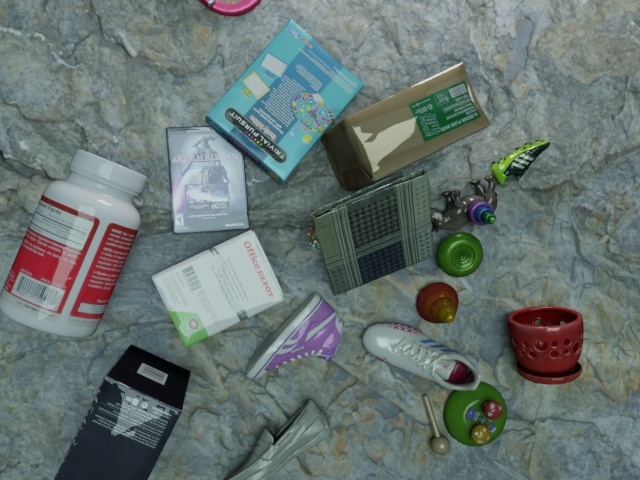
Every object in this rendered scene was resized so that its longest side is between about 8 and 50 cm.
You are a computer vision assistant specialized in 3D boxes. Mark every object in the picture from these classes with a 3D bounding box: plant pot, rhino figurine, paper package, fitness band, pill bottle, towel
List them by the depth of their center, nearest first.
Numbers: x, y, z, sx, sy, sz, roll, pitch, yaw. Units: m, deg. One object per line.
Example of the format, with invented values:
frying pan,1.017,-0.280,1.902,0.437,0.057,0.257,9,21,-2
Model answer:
pill bottle,-0.569,0.003,1.404,0.229,0.229,0.407,23,88,-8
paper package,0.197,-0.268,1.472,0.325,0.309,0.168,-26,96,-8
towel,0.142,-0.021,1.515,0.312,0.056,0.324,-22,137,-7
fitness band,-0.263,-0.719,1.523,0.209,0.054,0.291,-43,98,-6
plant pot,0.611,0.285,1.612,0.191,0.191,0.174,-7,100,-8
rhino figurine,0.374,-0.086,1.622,0.243,0.073,0.106,-23,99,-5

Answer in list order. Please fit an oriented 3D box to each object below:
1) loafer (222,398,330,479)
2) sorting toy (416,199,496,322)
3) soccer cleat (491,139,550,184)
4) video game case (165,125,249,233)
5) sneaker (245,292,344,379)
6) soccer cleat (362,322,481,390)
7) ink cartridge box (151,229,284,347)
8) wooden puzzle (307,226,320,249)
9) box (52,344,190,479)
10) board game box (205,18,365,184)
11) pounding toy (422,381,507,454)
loafer,-0.126,0.538,1.548,0.319,0.112,0.111,-33,91,-14
sorting toy,0.375,0.075,1.563,0.127,0.126,0.365,20,102,-11
soccer cleat,0.562,-0.221,1.659,0.179,0.060,0.072,-29,105,0
video game case,-0.292,-0.159,1.545,0.196,0.026,0.274,-4,93,-9
sneaker,-0.055,0.290,1.554,0.282,0.102,0.161,-44,100,-5
soccer cleat,0.276,0.307,1.580,0.331,0.143,0.116,22,88,-8
ink cartridge box,-0.255,0.116,1.510,0.273,0.115,0.198,-25,95,-7
wooden puzzle,0.000,0.000,1.601,0.083,0.006,0.049,25,87,-8
box,-0.456,0.446,1.374,0.179,0.343,0.312,28,88,-9
board game box,-0.090,-0.354,1.530,0.254,0.079,0.336,40,80,-7
pounding toy,0.415,0.492,1.622,0.237,0.110,0.182,-10,92,-9
